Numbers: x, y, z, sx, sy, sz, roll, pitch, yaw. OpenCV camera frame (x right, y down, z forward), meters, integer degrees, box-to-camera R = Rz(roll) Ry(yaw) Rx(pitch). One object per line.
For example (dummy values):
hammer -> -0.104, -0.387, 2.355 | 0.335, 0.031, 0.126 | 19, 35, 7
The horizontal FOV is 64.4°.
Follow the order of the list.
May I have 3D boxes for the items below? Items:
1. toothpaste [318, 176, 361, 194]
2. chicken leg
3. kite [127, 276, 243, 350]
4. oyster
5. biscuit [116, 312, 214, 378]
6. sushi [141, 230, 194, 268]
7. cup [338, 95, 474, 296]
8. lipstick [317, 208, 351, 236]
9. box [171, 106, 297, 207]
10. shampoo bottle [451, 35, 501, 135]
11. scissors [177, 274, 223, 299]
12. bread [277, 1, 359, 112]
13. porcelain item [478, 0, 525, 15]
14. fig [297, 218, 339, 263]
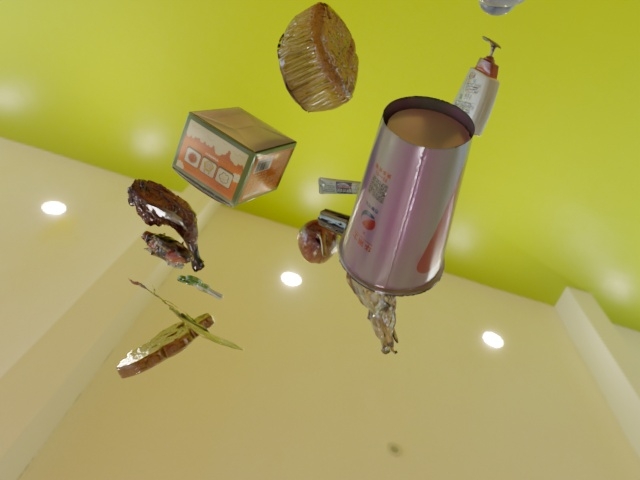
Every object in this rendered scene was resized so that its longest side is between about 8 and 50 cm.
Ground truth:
toothpaste -> 0.098, -0.166, 1.600 | 0.233, 0.060, 0.038 | 7, -146, 25
chicken leg -> -0.504, -0.056, 1.770 | 0.407, 0.158, 0.096 | 56, 179, -31
kite -> -0.241, 0.128, 0.886 | 0.245, 0.015, 0.141 | 28, 169, 29
oyster -> 0.109, 0.081, 1.098 | 0.107, 0.354, 0.201 | -5, -179, 3
biscuit -> -0.384, 0.261, 1.258 | 0.044, 0.186, 0.295 | 66, -156, -6
sushi -> -0.523, 0.033, 1.748 | 0.226, 0.103, 0.097 | 29, -159, 19
cup -> 0.143, -0.071, 0.822 | 0.203, 0.288, 0.203 | 3, -133, -3
lipstick -> 0.138, -0.021, 1.549 | 0.077, 0.077, 0.418 | -3, -162, -37
box -> -0.190, -0.189, 1.137 | 0.177, 0.148, 0.195 | 32, -152, 12
shampoo bottle -> 0.478, -0.467, 1.545 | 0.071, 0.284, 0.153 | 8, -159, -30
scissors -> -0.443, 0.178, 1.924 | 0.101, 0.027, 0.204 | -1, 153, 39
bread -> 0.003, -0.454, 1.275 | 0.227, 0.142, 0.253 | 49, -139, -35
porcelain item -> 0.304, -0.482, 0.814 | 0.141, 0.141, 0.259 | 27, 165, 17
fig -> -0.001, -0.006, 1.919 | 0.175, 0.175, 0.207 | 16, 166, -5
